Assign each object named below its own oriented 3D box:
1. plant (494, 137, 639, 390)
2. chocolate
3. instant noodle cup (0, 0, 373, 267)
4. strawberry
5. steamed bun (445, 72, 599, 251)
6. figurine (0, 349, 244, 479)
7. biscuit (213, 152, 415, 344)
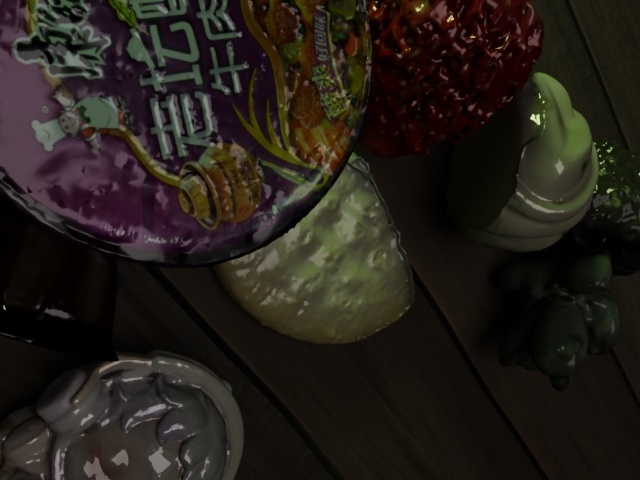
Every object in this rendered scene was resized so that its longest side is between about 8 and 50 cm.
[{"bbox_3d":[0.286,0.028,0.711,0.274,0.149,0.146,-66,160,-5],"label":"plant"},{"bbox_3d":[-0.194,0.019,0.408,0.149,0.125,0.080,21,79,-24],"label":"chocolate"},{"bbox_3d":[-0.121,-0.115,0.406,0.251,0.190,0.251,-3,96,-34],"label":"instant noodle cup"},{"bbox_3d":[0.095,-0.168,0.563,0.184,0.187,0.201,10,122,-45],"label":"strawberry"},{"bbox_3d":[0.204,-0.070,0.634,0.106,0.183,0.182,13,87,-13],"label":"steamed bun"},{"bbox_3d":[-0.153,0.164,0.439,0.237,0.141,0.162,-16,108,-31],"label":"figurine"},{"bbox_3d":[0.000,0.000,0.586,0.265,0.040,0.188,31,80,-31],"label":"biscuit"}]
